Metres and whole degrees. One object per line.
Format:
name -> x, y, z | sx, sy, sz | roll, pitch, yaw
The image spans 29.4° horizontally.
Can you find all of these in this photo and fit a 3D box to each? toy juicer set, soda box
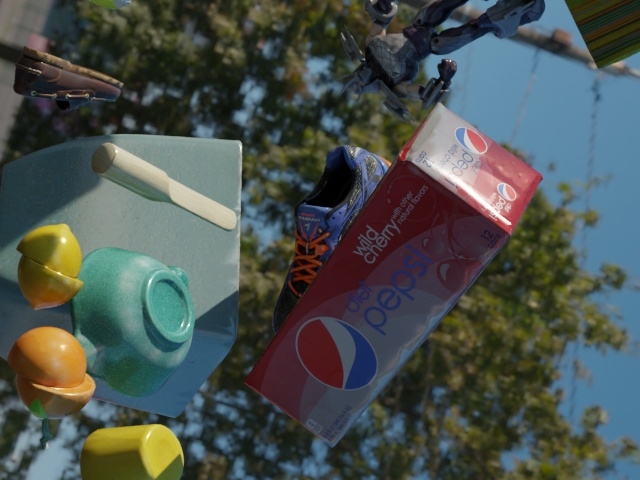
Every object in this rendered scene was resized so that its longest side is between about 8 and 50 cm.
toy juicer set -> -0.182, 0.045, 1.034 | 0.089, 0.209, 0.329 | -19, -138, 29
soda box -> 0.046, 0.033, 0.879 | 0.263, 0.092, 0.083 | -56, 177, 41

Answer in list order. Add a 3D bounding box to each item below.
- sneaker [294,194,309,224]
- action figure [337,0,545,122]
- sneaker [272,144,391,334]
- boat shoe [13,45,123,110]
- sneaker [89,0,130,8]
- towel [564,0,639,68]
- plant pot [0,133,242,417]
sneaker -> 0.043, 0.019, 1.697 | 0.130, 0.286, 0.109 | -11, -119, 35
action figure -> 0.144, -0.272, 1.587 | 0.285, 0.185, 0.099 | -33, 168, -1
sneaker -> 0.000, 0.000, 1.220 | 0.083, 0.087, 0.221 | 8, -110, 38
boat shoe -> -0.369, -0.225, 1.777 | 0.073, 0.207, 0.073 | 18, -86, 31
sneaker -> -0.180, -0.262, 0.923 | 0.240, 0.091, 0.126 | 43, 70, -87
towel -> 0.352, -0.346, 1.569 | 0.102, 0.237, 0.021 | -26, 177, 7
plant pot -> -0.242, 0.027, 1.340 | 0.248, 0.252, 0.247 | 129, -33, -55
